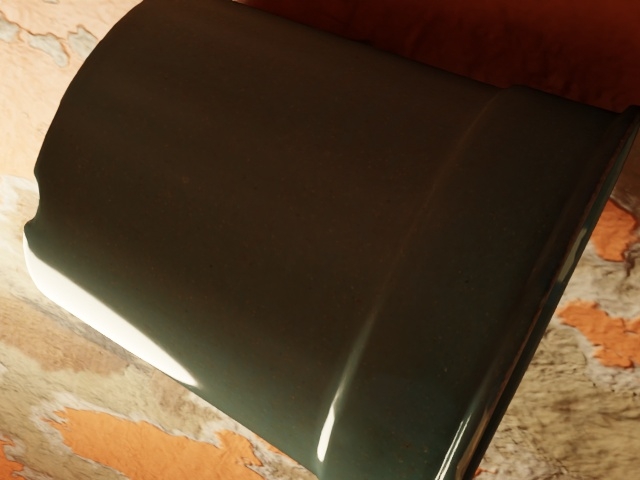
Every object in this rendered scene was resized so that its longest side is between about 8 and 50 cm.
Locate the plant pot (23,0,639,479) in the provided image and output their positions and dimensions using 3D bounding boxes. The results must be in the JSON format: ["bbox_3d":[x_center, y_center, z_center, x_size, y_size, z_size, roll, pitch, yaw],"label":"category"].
[{"bbox_3d":[0.000,0.000,0.784,0.334,0.341,0.341,25,146,14],"label":"plant pot"}]
